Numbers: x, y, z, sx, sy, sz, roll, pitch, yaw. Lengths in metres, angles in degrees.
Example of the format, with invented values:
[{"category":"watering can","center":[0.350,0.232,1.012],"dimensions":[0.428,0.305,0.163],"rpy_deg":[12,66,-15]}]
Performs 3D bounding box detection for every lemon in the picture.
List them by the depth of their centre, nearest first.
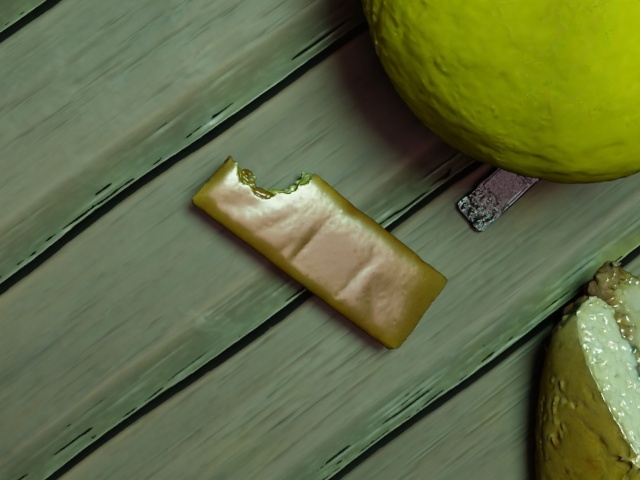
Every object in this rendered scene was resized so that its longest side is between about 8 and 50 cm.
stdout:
[{"category":"lemon","center":[0.185,-0.210,0.727],"dimensions":[0.348,0.348,0.348],"rpy_deg":[-1,98,-11]}]

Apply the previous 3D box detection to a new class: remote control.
[{"category":"remote control","center":[0.170,-0.052,0.899],"dimensions":[0.096,0.014,0.039],"rpy_deg":[-43,103,-2]}]

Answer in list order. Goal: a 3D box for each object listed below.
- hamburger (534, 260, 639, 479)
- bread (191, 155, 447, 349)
[{"category":"hamburger","center":[0.285,0.194,0.883],"dimensions":[0.155,0.245,0.282],"rpy_deg":[-12,56,-34]},{"category":"bread","center":[0.000,0.000,0.856],"dimensions":[0.226,0.049,0.088],"rpy_deg":[39,89,-12]}]
